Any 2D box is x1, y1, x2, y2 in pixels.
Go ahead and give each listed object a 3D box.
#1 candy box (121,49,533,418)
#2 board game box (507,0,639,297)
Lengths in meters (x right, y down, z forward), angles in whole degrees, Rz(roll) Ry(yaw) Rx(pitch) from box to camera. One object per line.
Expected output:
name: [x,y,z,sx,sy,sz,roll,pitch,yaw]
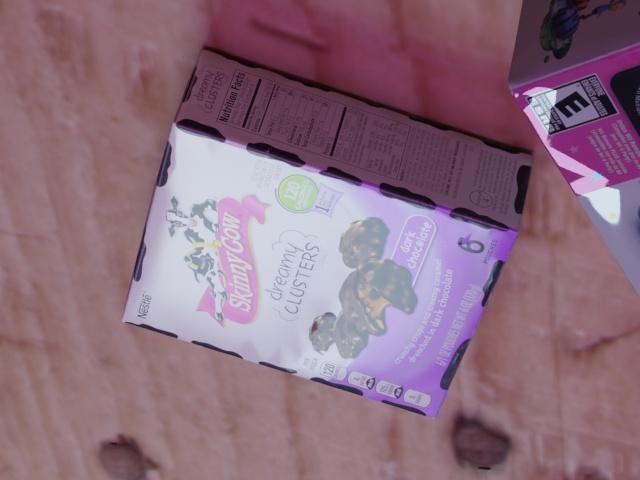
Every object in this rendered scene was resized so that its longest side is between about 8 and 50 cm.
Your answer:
candy box: [0.000,0.000,1.100,0.196,0.070,0.165,17,134,-1]
board game box: [0.278,-0.069,0.947,0.303,0.097,0.224,-19,125,28]
